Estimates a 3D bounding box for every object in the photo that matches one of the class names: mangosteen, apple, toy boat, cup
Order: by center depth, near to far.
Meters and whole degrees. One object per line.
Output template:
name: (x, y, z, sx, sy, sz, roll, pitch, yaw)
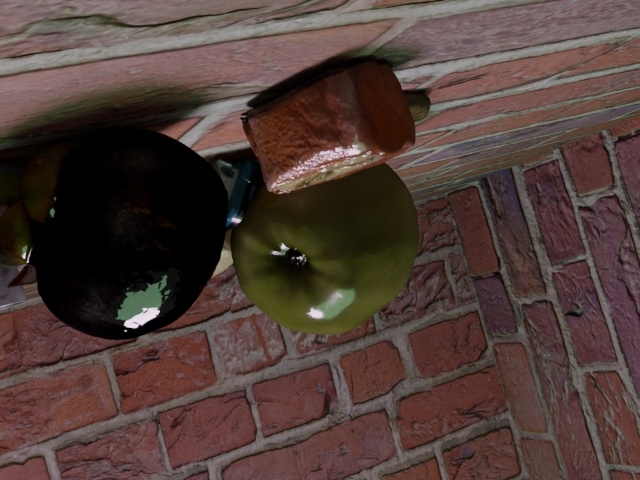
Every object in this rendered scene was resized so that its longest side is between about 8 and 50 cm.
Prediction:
mangosteen: (-0.269, -0.019, 1.105, 0.302, 0.275, 0.275, 23, 161, -20)
toy boat: (-0.207, -0.078, 1.626, 0.092, 0.134, 0.299, 25, 161, -21)
apple: (0.000, 0.000, 1.649, 0.357, 0.357, 0.357, -16, 177, -1)
cup: (-0.620, 0.069, 1.669, 0.136, 0.133, 0.099, -14, 177, -38)

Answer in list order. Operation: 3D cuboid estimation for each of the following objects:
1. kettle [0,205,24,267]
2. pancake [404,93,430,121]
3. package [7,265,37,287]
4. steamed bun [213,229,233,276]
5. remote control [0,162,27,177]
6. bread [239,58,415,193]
kettle: (-0.453, -0.022, 1.442, 0.098, 0.127, 0.148, 16, -176, 7)
pancake: (0.063, -0.181, 1.493, 0.242, 0.050, 0.242, -15, 177, -1)
package: (-0.456, 0.007, 1.609, 0.239, 0.030, 0.154, -21, -147, 41)
steamed bun: (-0.293, -0.001, 1.926, 0.239, 0.170, 0.152, -21, 159, 37)
remote control: (-0.377, -0.085, 1.167, 0.050, 0.027, 0.184, -19, 172, 21)
bread: (0.005, -0.143, 1.207, 0.244, 0.123, 0.190, -17, 179, 41)
